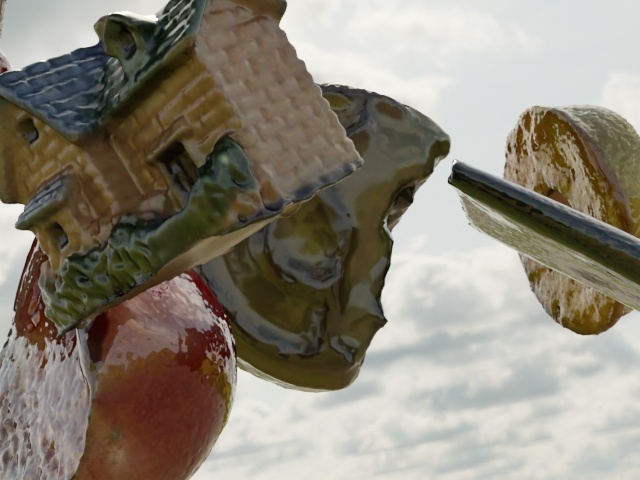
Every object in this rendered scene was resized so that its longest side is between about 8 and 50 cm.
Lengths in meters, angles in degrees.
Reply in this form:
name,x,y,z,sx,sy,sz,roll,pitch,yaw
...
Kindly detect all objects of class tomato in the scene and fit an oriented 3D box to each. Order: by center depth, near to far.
name,x,y,z,sx,sy,sz,roll,pitch,yaw
tomato,-0.152,0.108,0.922,0.170,0.309,0.309,11,-24,-29

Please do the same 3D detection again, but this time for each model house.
name,x,y,z,sx,sy,sz,roll,pitch,yaw
model house,-0.099,-0.068,0.695,0.183,0.172,0.166,-28,0,38

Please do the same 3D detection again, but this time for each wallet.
name,x,y,z,sx,sy,sz,roll,pitch,yaw
wallet,0.261,0.022,0.991,0.321,0.044,0.170,29,-4,22

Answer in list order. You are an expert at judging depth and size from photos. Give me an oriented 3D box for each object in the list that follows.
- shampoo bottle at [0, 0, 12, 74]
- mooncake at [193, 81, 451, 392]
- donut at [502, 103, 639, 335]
name,x,y,z,sx,sy,sz,roll,pitch,yaw
shampoo bottle,-0.328,-0.080,1.018,0.076,0.314,0.118,7,2,28
mooncake,0.000,0.000,1.521,0.393,0.394,0.246,-15,-10,-13
donut,0.345,-0.035,1.482,0.110,0.303,0.303,-15,-14,-16
